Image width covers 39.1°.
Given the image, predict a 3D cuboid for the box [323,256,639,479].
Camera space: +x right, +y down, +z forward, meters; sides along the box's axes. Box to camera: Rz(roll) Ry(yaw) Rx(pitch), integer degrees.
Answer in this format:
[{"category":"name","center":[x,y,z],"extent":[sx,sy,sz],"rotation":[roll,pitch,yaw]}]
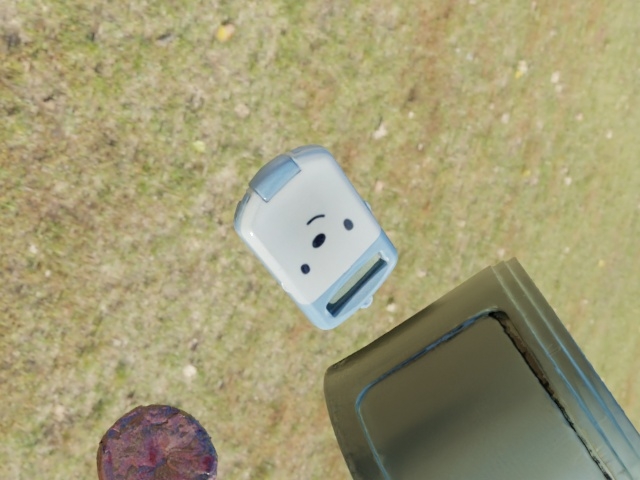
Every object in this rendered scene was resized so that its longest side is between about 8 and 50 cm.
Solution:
[{"category":"box","center":[0.125,0.140,0.587],"extent":[0.149,0.226,0.226],"rotation":[-34,153,9]}]

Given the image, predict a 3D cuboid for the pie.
[{"category":"pie","center":[-0.207,0.281,1.137],"extent":[0.036,0.155,0.154],"rotation":[102,13,-73]}]

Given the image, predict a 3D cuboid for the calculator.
[{"category":"calculator","center":[0.000,0.000,0.893],"extent":[0.121,0.039,0.210],"rotation":[-43,126,-10]}]
